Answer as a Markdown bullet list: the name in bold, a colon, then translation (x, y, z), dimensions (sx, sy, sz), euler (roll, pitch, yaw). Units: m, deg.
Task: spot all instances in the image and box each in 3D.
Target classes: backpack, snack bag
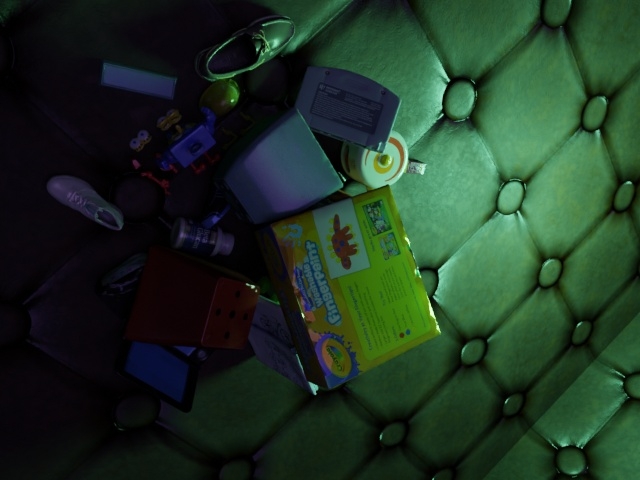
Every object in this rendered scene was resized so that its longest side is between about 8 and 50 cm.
- **backpack**: translation (-0.527, 0.119, 1.477), dimensions (0.182, 0.115, 0.152), euler (-37, 134, -11)
- **snack bag**: translation (-0.159, 0.292, 1.612), dimensions (0.037, 0.323, 0.342), euler (-35, 123, -29)

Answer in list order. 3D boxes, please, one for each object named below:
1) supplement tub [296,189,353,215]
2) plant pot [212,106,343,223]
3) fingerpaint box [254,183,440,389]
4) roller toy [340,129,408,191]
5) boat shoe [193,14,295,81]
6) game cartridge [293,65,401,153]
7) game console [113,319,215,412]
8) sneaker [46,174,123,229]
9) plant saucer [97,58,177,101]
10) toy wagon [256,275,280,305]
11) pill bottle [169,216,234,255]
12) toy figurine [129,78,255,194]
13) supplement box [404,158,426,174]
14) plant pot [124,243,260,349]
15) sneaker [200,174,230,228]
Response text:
- **supplement tub**: translation (0.000, 0.000, 1.643), dimensions (0.207, 0.207, 0.337), euler (23, 99, -32)
- **plant pot**: translation (-0.142, -0.177, 1.414), dimensions (0.252, 0.248, 0.247), euler (-38, 109, -16)
- **fingerpaint box**: translation (0.074, 0.117, 1.433), dimensions (0.371, 0.163, 0.444), euler (-21, 93, -23)
- **roller toy**: translation (0.173, -0.265, 1.660), dimensions (0.191, 0.146, 0.209), euler (34, 93, -32)
- **boat shoe**: translation (-0.191, -0.517, 1.407), dimensions (0.305, 0.091, 0.109), euler (-31, 120, -13)
- **game cartridge**: translation (0.078, -0.393, 1.536), dimensions (0.295, 0.060, 0.195), euler (19, 92, -4)
- **game console**: translation (-0.432, 0.325, 1.572), dimensions (0.250, 0.173, 0.293), euler (-47, 123, -3)
- **sneaker**: translation (-0.606, -0.095, 1.363), dimensions (0.212, 0.094, 0.080), euler (35, 93, -33)
- **plant saucer**: translation (-0.469, -0.412, 1.352), dimensions (0.192, 0.018, 0.067), euler (5, 107, -29)
- **toy wagon**: translation (-0.049, 0.225, 1.625), dimensions (0.267, 0.344, 0.068), euler (34, 91, -33)
- **pill bottle**: translation (-0.345, -0.006, 1.531), dimensions (0.170, 0.094, 0.094), euler (14, 103, -31)
- **toy figurine**: translation (-0.311, -0.257, 1.376), dimensions (0.363, 0.217, 0.191), euler (-38, 122, -8)
- **supplement box**: translation (0.309, -0.255, 1.789), dimensions (0.083, 0.055, 0.043), euler (3, 110, -27)
- **plant pot**: translation (-0.327, 0.181, 1.442), dimensions (0.267, 0.236, 0.267), euler (24, 79, -56)
- **sneaker**: translation (-0.285, -0.144, 1.503), dimensions (0.090, 0.081, 0.232), euler (40, 70, -20)
